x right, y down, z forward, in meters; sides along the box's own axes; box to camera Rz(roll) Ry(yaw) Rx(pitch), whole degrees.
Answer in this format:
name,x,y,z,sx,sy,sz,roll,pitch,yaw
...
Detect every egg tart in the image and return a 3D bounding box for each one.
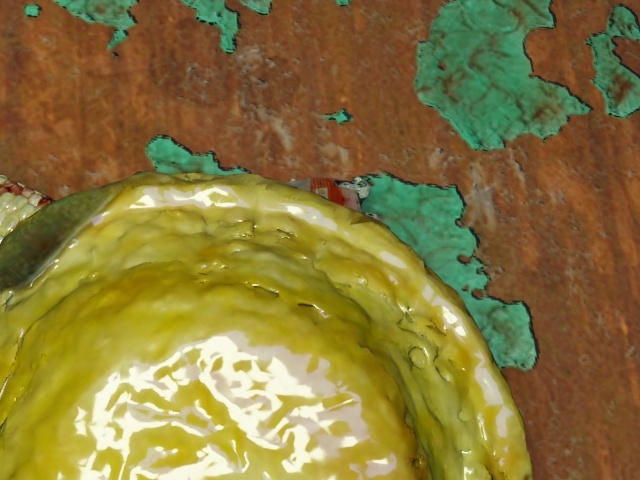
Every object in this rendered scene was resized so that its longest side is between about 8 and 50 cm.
name,x,y,z,sx,sy,sz,roll,pitch,yaw
egg tart,-0.074,0.164,0.925,0.443,0.178,0.443,1,79,-3

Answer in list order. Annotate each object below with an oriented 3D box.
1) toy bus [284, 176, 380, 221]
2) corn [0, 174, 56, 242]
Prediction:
name,x,y,z,sx,sy,sz,roll,pitch,yaw
toy bus,0.000,0.000,1.115,0.077,0.079,0.174,5,16,-4
corn,-0.251,-0.012,1.090,0.253,0.086,0.086,27,58,4
